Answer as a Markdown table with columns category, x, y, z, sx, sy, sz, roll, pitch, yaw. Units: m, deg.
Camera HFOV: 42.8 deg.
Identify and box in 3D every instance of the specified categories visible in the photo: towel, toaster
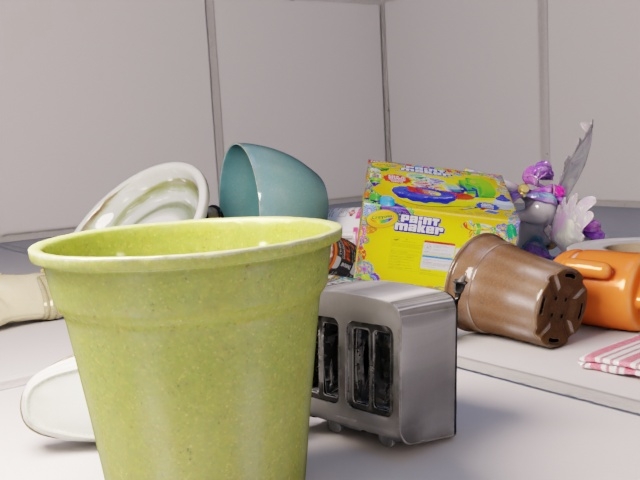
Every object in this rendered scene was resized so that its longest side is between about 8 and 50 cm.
| category | x | y | z | sx | sy | sz | roll | pitch | yaw |
| --- | --- | --- | --- | --- | --- | --- | --- | --- | --- |
| towel | 0.461 | 0.162 | 1.078 | 0.144 | 0.029 | 0.197 | -9 | 7 | -36 |
| toaster | 0.063 | 0.125 | 0.905 | 0.168 | 0.186 | 0.110 | 5 | 6 | 44 |

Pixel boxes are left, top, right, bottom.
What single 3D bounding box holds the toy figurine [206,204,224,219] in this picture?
| category | x | y | z | sx | sy | sz | roll | pitch | yaw |
| --- | --- | --- | --- | --- | --- | --- | --- | --- | --- |
| toy figurine | -0.335 | 0.009 | 1.902 | 0.209 | 0.213 | 0.148 | -2 | -3 | 35 |

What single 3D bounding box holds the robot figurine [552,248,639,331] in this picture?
| category | x | y | z | sx | sy | sz | roll | pitch | yaw |
| --- | --- | --- | --- | --- | --- | --- | --- | --- | --- |
| robot figurine | 0.462 | 0.080 | 1.328 | 0.219 | 0.128 | 0.158 | 5 | 14 | 45 |

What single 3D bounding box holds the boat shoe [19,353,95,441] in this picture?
| category | x | y | z | sx | sy | sz | roll | pitch | yaw |
| --- | --- | --- | --- | --- | --- | --- | --- | --- | --- |
| boat shoe | -0.181 | 0.172 | 0.913 | 0.302 | 0.113 | 0.103 | -4 | 2 | -13 |

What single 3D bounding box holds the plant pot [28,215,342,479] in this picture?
| category | x | y | z | sx | sy | sz | roll | pitch | yaw |
| --- | --- | --- | --- | --- | --- | --- | --- | --- | --- |
| plant pot | -0.110 | 0.118 | 0.751 | 0.276 | 0.254 | 0.276 | -4 | 8 | 1 |

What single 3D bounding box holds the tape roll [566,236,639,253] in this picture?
| category | x | y | z | sx | sy | sz | roll | pitch | yaw |
| --- | --- | --- | --- | --- | --- | --- | --- | --- | --- |
| tape roll | 0.609 | 0.059 | 1.528 | 0.286 | 0.100 | 0.286 | -3 | 6 | 0 |

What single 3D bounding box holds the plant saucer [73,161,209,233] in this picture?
| category | x | y | z | sx | sy | sz | roll | pitch | yaw |
| --- | --- | --- | --- | --- | --- | --- | --- | --- | --- |
| plant saucer | -0.377 | 0.013 | 1.721 | 0.400 | 0.400 | 0.100 | 3 | -34 | 41 |

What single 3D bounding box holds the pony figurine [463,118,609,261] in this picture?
| category | x | y | z | sx | sy | sz | roll | pitch | yaw |
| --- | --- | --- | --- | --- | --- | --- | --- | --- | --- |
| pony figurine | 0.498 | -0.067 | 1.835 | 0.363 | 0.303 | 0.351 | 8 | -34 | 16 |

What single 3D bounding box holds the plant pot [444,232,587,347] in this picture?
| category | x | y | z | sx | sy | sz | roll | pitch | yaw |
| --- | --- | --- | --- | --- | --- | --- | --- | --- | --- |
| plant pot | 0.308 | 0.084 | 1.268 | 0.167 | 0.167 | 0.165 | -8 | 16 | -36 |

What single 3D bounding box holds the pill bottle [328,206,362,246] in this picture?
| category | x | y | z | sx | sy | sz | roll | pitch | yaw |
| --- | --- | --- | --- | --- | --- | --- | --- | --- | --- |
| pill bottle | 0.000 | 0.000 | 2.008 | 0.283 | 0.160 | 0.160 | 0 | 8 | 20 |

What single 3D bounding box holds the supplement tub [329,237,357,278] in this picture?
| category | x | y | z | sx | sy | sz | roll | pitch | yaw |
| --- | --- | --- | --- | --- | --- | --- | --- | --- | --- |
| supplement tub | 0.006 | 0.033 | 1.772 | 0.106 | 0.106 | 0.198 | 1 | -10 | 28 |

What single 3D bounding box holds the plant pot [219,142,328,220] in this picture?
| category | x | y | z | sx | sy | sz | roll | pitch | yaw |
| --- | --- | --- | --- | --- | --- | --- | --- | --- | --- |
| plant pot | -0.095 | -0.078 | 1.854 | 0.195 | 0.290 | 0.290 | -5 | 7 | -23 |

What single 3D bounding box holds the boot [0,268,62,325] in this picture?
| category | x | y | z | sx | sy | sz | roll | pitch | yaw |
| --- | --- | --- | --- | --- | --- | --- | --- | --- | --- |
| boot | -0.647 | 0.089 | 1.627 | 0.203 | 0.095 | 0.262 | -8 | 31 | -42 |

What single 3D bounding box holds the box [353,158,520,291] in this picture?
| category | x | y | z | sx | sy | sz | roll | pitch | yaw |
| --- | --- | --- | --- | --- | --- | --- | --- | --- | --- |
| box | 0.222 | -0.025 | 1.636 | 0.289 | 0.177 | 0.279 | 7 | 23 | 2 |

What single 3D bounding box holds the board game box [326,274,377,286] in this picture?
| category | x | y | z | sx | sy | sz | roll | pitch | yaw |
| --- | --- | --- | --- | --- | --- | --- | --- | --- | --- |
| board game box | 0.003 | 0.124 | 1.293 | 0.224 | 0.098 | 0.303 | -8 | 8 | -37 |
